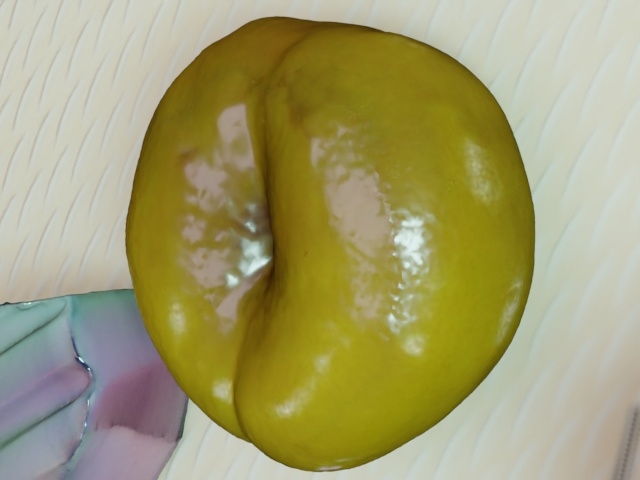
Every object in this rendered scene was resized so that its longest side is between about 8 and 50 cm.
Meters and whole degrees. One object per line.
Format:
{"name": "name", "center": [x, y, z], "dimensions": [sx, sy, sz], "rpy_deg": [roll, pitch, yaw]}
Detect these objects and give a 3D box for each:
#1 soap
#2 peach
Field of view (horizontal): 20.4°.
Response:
{"name": "soap", "center": [-0.219, 0.148, 1.160], "dimensions": [0.324, 0.109, 0.193], "rpy_deg": [-33, 69, 34]}
{"name": "peach", "center": [0.000, 0.000, 0.968], "dimensions": [0.251, 0.153, 0.251], "rpy_deg": [-10, 76, 41]}
